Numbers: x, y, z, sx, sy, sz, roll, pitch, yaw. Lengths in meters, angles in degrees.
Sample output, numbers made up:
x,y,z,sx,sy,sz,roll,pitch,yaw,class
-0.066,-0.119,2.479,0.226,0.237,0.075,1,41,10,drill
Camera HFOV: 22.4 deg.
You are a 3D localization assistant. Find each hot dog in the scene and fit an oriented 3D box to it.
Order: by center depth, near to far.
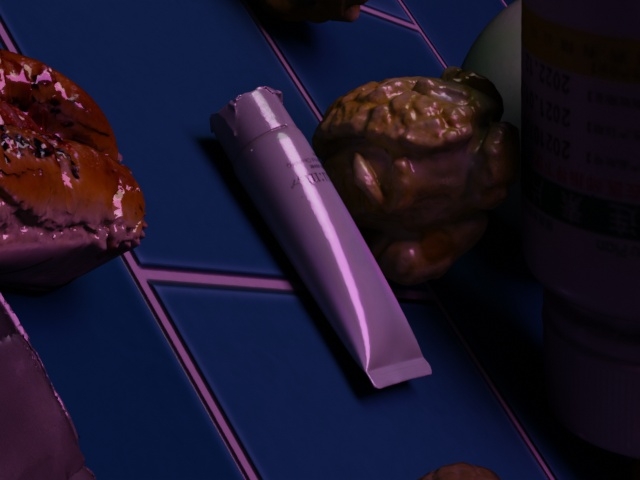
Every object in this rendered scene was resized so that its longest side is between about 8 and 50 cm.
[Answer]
x,y,z,sx,sy,sz,roll,pitch,yaw,class
-0.183,-0.048,0.706,0.268,0.075,0.144,6,50,-55,hot dog

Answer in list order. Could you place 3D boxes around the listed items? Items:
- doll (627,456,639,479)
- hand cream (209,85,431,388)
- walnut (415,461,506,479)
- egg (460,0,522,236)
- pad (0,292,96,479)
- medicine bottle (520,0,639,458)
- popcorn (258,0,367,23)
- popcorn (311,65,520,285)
x,y,z,sx,sy,sz,roll,pitch,yaw,class
0.284,0.193,1.179,0.162,0.062,0.106,32,32,-33,doll
0.000,0.000,0.996,0.205,0.050,0.078,59,25,13,hand cream
0.075,0.159,0.838,0.092,0.092,0.092,39,25,-22,walnut
0.216,-0.100,1.316,0.220,0.220,0.270,48,31,-2,egg
-0.133,0.103,0.511,0.174,0.022,0.233,61,24,-2,pad
0.239,-0.039,1.088,0.208,0.208,0.340,-69,158,-65,medicine bottle
-0.020,-0.259,1.223,0.195,0.168,0.173,36,61,-5,popcorn
0.064,-0.057,1.081,0.135,0.162,0.141,26,-15,3,popcorn
